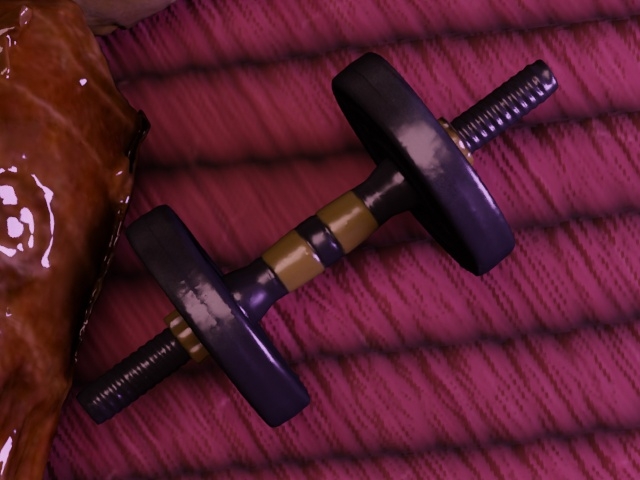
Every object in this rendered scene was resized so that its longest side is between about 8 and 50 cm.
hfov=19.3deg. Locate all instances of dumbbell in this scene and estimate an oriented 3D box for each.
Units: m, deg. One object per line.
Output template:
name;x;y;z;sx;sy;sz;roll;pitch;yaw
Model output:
dumbbell;0.000;0.000;1.063;0.325;0.143;0.143;-37;76;-3

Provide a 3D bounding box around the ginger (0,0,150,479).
ginger;-0.246;0.052;1.048;0.254;0.176;0.418;4;72;35

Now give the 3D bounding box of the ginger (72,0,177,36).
ginger;-0.101;-0.196;1.136;0.263;0.109;0.116;-16;49;2
